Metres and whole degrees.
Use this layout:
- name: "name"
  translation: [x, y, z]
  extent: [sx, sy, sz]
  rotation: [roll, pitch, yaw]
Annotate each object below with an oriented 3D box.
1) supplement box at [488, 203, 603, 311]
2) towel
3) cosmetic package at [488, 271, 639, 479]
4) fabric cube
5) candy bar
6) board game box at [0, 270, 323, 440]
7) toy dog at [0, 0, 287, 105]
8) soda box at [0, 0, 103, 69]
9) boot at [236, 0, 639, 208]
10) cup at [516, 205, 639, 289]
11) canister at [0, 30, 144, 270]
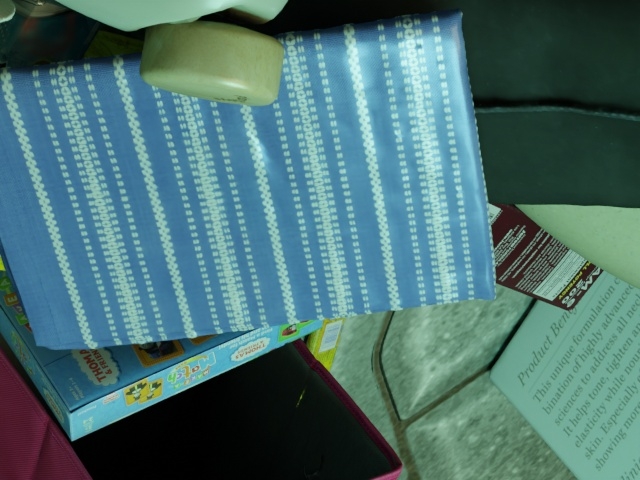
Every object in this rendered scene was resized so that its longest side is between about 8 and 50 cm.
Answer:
- name: "supplement box"
  translation: [0.137, -0.026, 1.649]
  extent: [0.073, 0.130, 0.239]
  rotation: [-51, 144, 14]
- name: "towel"
  translation: [-0.060, -0.035, 1.283]
  extent: [0.336, 0.040, 0.243]
  rotation: [-7, 132, 7]
- name: "cosmetic package"
  translation: [0.450, 0.135, 1.883]
  extent: [0.327, 0.394, 0.329]
  rotation: [3, 126, -44]
- name: "fabric cube"
  translation: [-0.136, 0.209, 1.540]
  extent: [0.254, 0.259, 0.258]
  rotation: [-9, 135, -38]
- name: "candy bar"
  translation: [-0.004, 0.107, 1.760]
  extent: [0.040, 0.018, 0.161]
  rotation: [-18, 139, -34]
- name: "board game box"
  translation: [-0.128, 0.043, 1.452]
  extent: [0.211, 0.160, 0.039]
  rotation: [-23, 143, -23]
- name: "toy dog"
  translation: [-0.143, -0.176, 1.078]
  extent: [0.333, 0.220, 0.161]
  rotation: [-9, 175, -10]
- name: "soda box"
  translation: [-0.221, -0.096, 1.298]
  extent: [0.058, 0.063, 0.183]
  rotation: [12, 120, -45]
- name: "boot"
  translation: [0.186, -0.037, 1.323]
  extent: [0.146, 0.445, 0.367]
  rotation: [-54, 140, -53]
- name: "cup"
  translation: [0.227, -0.133, 1.499]
  extent: [0.237, 0.331, 0.331]
  rotation: [15, 121, -20]
- name: "canister"
  translation: [-0.173, -0.059, 1.372]
  extent: [0.126, 0.073, 0.170]
  rotation: [8, 125, -55]
